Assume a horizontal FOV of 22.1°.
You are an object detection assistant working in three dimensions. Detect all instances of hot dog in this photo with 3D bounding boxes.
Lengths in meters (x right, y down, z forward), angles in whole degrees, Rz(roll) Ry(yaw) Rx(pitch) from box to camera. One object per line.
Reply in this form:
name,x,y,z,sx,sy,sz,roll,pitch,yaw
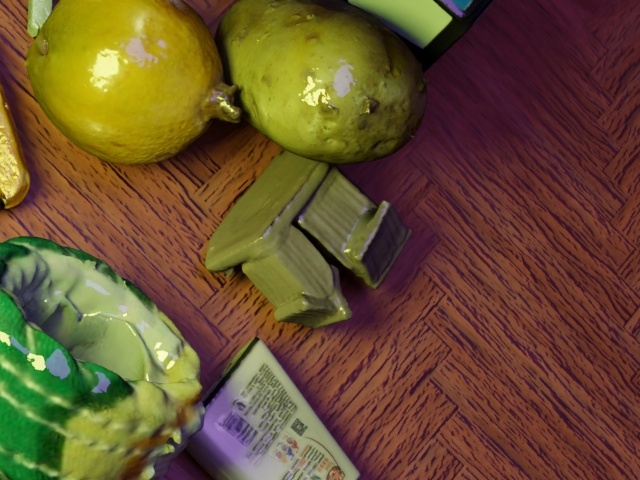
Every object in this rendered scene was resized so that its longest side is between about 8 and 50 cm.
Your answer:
hot dog,-0.387,-0.141,1.803,0.092,0.062,0.235,-12,79,-26

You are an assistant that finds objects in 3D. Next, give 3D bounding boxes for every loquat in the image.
loquat,-0.195,-0.179,1.804,0.246,0.213,0.213,20,62,13

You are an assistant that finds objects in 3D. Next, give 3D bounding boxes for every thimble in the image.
thimble,-0.259,0.135,1.648,0.288,0.167,0.254,36,21,-3

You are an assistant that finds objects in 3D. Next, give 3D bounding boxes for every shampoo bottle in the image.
shampoo bottle,-0.018,0.256,1.816,0.284,0.071,0.153,45,58,-6

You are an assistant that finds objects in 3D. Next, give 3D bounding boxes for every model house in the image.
model house,-0.001,-0.005,1.888,0.188,0.122,0.229,41,64,-10

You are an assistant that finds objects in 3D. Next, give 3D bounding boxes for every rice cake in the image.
rice cake,-0.325,-0.317,1.908,0.029,0.033,0.170,4,71,-18

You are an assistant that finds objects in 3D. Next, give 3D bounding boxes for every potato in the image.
potato,-0.006,-0.188,1.836,0.210,0.307,0.173,-4,116,-33

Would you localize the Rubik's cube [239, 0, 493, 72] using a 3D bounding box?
Rubik's cube,0.090,-0.368,1.963,0.288,0.293,0.283,43,63,-6
